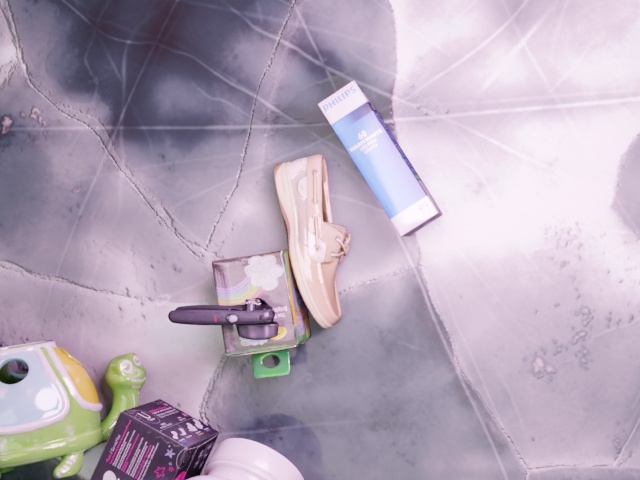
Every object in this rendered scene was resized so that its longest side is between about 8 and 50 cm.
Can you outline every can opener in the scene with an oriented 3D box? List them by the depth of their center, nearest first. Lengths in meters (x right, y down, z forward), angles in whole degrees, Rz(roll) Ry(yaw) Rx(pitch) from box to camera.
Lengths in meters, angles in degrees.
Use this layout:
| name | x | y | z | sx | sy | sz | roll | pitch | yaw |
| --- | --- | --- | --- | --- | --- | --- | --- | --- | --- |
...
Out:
| name | x | y | z | sx | sy | sz | roll | pitch | yaw |
| --- | --- | --- | --- | --- | --- | --- | --- | --- | --- |
| can opener | -0.161 | 0.125 | 1.459 | 0.186 | 0.059 | 0.073 | 2 | 91 | 10 |

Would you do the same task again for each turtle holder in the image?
| name | x | y | z | sx | sy | sz | roll | pitch | yaw |
| --- | --- | --- | --- | --- | --- | --- | --- | --- | --- |
| turtle holder | -0.487 | 0.292 | 1.560 | 0.320 | 0.243 | 0.227 | -9 | 88 | 11 |

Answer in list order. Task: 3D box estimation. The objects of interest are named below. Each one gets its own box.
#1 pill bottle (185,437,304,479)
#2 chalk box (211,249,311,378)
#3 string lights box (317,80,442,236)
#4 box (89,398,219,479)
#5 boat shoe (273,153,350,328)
| name | x | y | z | sx | sy | sz | roll | pitch | yaw |
| --- | --- | --- | --- | --- | --- | --- | --- | --- | --- |
| pill bottle | -0.184 | 0.532 | 1.422 | 0.229 | 0.229 | 0.408 | 23 | 50 | 10 |
| chalk box | -0.097 | 0.129 | 1.546 | 0.132 | 0.132 | 0.213 | -9 | 89 | 9 |
| string lights box | 0.105 | -0.135 | 1.507 | 0.076 | 0.133 | 0.260 | -33 | 84 | 9 |
| box | -0.312 | 0.426 | 1.567 | 0.142 | 0.163 | 0.247 | 27 | 94 | 13 |
| boat shoe | 0.000 | 0.000 | 1.543 | 0.098 | 0.109 | 0.302 | -15 | 82 | 11 |
